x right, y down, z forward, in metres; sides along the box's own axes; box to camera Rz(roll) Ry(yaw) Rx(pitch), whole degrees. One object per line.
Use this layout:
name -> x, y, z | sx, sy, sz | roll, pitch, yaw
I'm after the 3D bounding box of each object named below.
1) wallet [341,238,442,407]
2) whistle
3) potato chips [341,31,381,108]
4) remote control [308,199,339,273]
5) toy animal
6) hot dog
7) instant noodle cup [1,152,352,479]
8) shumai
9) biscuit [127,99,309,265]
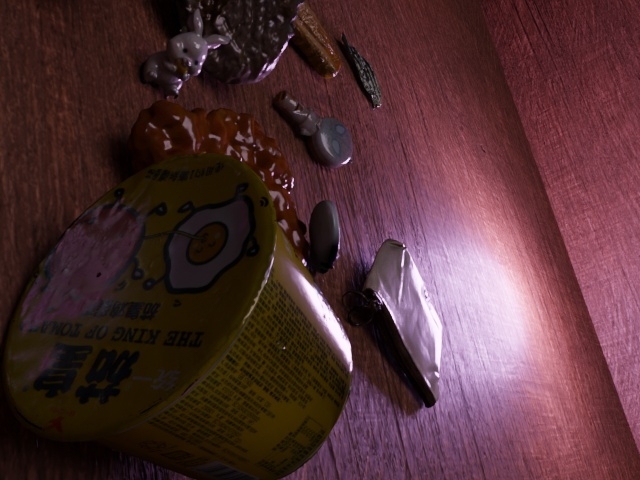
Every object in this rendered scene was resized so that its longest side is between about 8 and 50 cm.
wallet -> 0.168, 0.151, 1.488 | 0.335, 0.068, 0.275 | 58, 32, -26
whistle -> -0.010, -0.220, 1.483 | 0.220, 0.057, 0.107 | 38, 52, -33
potato chips -> 0.107, -0.434, 1.872 | 0.207, 0.028, 0.092 | 62, 27, -9
remote control -> 0.002, 0.000, 1.215 | 0.256, 0.045, 0.097 | 102, -18, -74
toy animal -> -0.209, -0.279, 1.119 | 0.071, 0.124, 0.085 | 44, 33, -26
hot dog -> -0.051, -0.470, 1.596 | 0.289, 0.068, 0.083 | 49, 55, -34
instant noodle cup -> -0.126, 0.106, 0.790 | 0.254, 0.325, 0.325 | 50, 31, -43
shumai -> -0.168, -0.458, 1.311 | 0.283, 0.217, 0.346 | -141, -135, -66
biscuit -> -0.132, -0.043, 1.081 | 0.312, 0.110, 0.318 | -14, 81, -62
